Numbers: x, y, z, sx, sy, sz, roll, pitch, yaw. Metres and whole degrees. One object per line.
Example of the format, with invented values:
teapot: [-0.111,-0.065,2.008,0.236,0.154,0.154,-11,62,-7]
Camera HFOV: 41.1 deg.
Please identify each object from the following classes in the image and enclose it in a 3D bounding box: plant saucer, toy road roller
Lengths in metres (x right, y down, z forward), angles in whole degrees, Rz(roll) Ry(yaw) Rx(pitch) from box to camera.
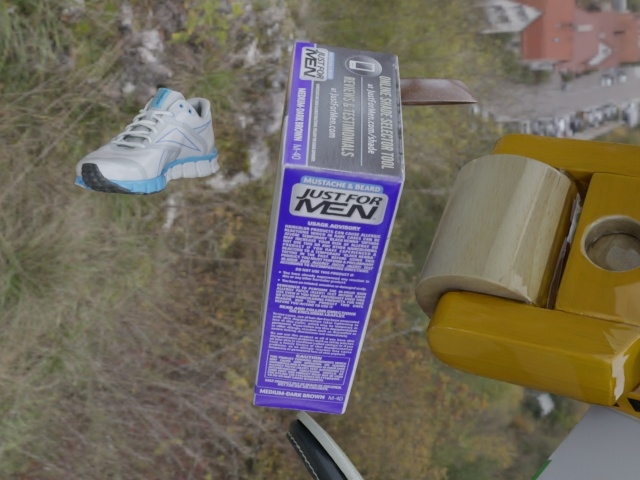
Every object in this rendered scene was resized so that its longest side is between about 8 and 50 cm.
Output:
plant saucer: [0.131,-0.216,1.249,0.198,0.198,0.036,-12,104,-59]
toy road roller: [0.265,0.065,0.739,0.240,0.329,0.202,68,40,-53]

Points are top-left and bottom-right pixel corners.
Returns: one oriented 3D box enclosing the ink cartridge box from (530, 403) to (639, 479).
ink cartridge box: [0.238,0.262,0.697,0.153,0.087,0.208,-41,126,-23]

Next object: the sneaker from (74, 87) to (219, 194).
sneaker: [-0.150,-0.090,0.747,0.190,0.071,0.083,-39,137,-66]

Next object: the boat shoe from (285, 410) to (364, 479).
boat shoe: [0.040,0.361,0.981,0.340,0.113,0.127,56,-7,-1]

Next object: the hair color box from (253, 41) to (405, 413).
hair color box: [0.000,0.000,0.848,0.185,0.110,0.339,-87,-173,-46]
